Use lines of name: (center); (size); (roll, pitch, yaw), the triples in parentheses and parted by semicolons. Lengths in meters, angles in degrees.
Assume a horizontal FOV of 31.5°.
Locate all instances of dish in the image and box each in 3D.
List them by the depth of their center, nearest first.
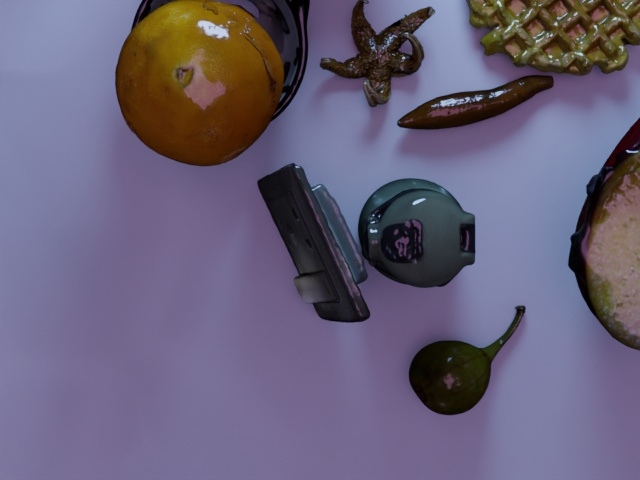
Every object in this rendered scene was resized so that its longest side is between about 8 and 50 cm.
dish: (-0.154, -0.301, 1.778); (0.303, 0.120, 0.303); (0, 94, -1)

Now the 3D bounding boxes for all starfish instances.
starfish: (0.096, -0.313, 1.804); (0.146, 0.074, 0.190); (44, 92, -5)

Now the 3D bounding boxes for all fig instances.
fig: (0.249, 0.186, 1.842); (0.236, 0.124, 0.124); (-37, 94, -22)

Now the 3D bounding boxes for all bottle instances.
bottle: (0.142, -0.010, 1.691); (0.168, 0.347, 0.168); (0, 93, 1)

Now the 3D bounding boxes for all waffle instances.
waffle: (0.387, -0.417, 1.806); (0.325, 0.068, 0.302); (5, 94, -3)

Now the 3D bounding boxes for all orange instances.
orange: (-0.173, -0.226, 1.619); (0.240, 0.240, 0.240); (0, 94, -1)

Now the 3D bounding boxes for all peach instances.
peach: (0.563, -0.021, 1.698); (0.339, 0.353, 0.416); (38, 69, 14)

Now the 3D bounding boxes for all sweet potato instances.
sweet potato: (0.251, -0.217, 1.825); (0.264, 0.057, 0.057); (-13, 94, -3)

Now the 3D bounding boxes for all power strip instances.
power strip: (0.002, 0.001, 1.744); (0.092, 0.257, 0.251); (-20, 93, -16)
